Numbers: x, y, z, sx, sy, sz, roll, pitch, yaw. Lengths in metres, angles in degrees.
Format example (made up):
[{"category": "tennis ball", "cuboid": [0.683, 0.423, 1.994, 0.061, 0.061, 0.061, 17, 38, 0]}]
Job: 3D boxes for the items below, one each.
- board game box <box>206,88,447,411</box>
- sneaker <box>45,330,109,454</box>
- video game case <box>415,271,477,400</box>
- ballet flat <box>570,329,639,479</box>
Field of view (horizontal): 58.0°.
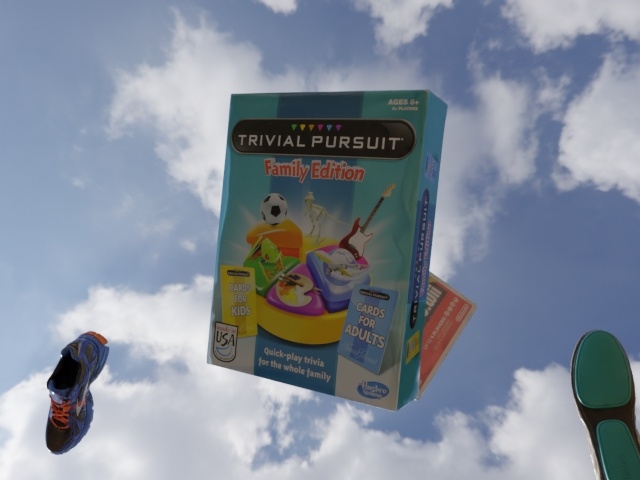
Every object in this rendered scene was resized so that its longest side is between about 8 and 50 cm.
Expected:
[{"category": "board game box", "cuboid": [0.000, 0.000, 0.681, 0.253, 0.079, 0.337, 6, -88, 28]}, {"category": "sneaker", "cuboid": [-0.447, 0.269, 1.014, 0.083, 0.087, 0.222, 13, -89, 13]}, {"category": "video game case", "cuboid": [0.109, 0.115, 1.028, 0.285, 0.025, 0.204, 35, -104, 5]}, {"category": "ballet flat", "cuboid": [0.508, 0.319, 1.031, 0.107, 0.106, 0.316, -3, -124, 18]}]
